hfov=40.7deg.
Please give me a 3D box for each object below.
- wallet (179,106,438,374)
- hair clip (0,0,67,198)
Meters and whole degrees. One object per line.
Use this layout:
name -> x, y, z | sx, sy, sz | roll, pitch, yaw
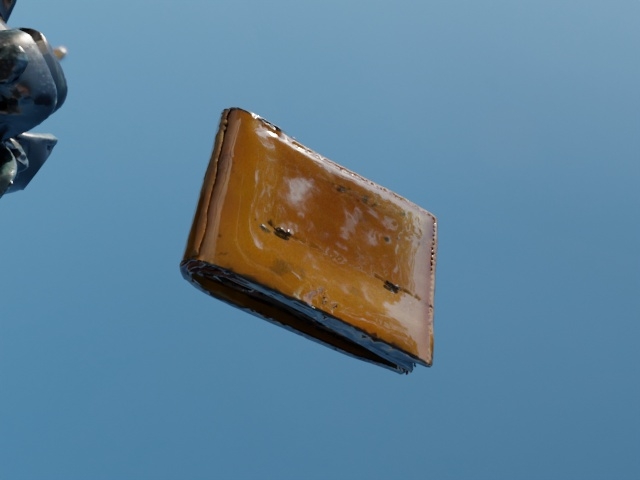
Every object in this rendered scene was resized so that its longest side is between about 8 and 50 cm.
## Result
wallet -> -0.002, 0.002, 0.634 | 0.042, 0.196, 0.160 | -48, -155, 42
hair clip -> -0.313, -0.088, 0.637 | 0.310, 0.206, 0.194 | -47, -160, 8
